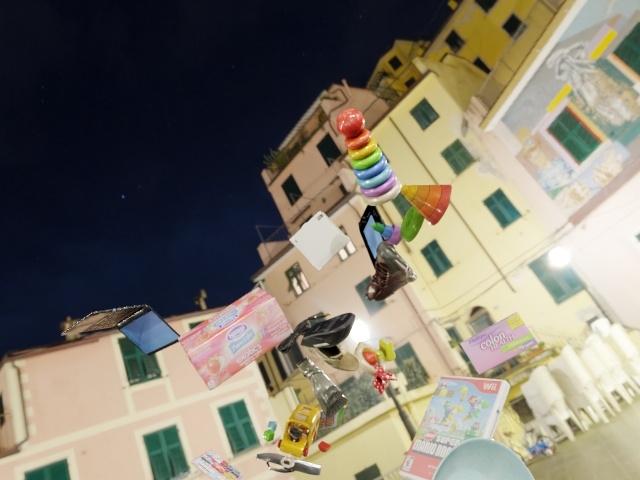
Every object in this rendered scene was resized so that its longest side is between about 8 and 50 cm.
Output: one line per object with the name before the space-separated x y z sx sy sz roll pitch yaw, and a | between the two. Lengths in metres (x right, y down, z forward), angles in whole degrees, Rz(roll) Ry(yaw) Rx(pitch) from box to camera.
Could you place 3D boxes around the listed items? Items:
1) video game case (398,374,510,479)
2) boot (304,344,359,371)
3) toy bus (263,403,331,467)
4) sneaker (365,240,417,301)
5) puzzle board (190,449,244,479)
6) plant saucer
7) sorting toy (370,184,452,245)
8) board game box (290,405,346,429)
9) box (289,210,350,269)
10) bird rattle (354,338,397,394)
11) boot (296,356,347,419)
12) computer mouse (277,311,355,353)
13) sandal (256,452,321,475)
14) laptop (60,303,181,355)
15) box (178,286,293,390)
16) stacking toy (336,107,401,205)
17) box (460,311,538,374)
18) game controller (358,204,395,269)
video game case | 0.323 0.459 1.099 0.204 0.025 0.285 -18 30 55
boot | 0.054 0.387 1.537 0.077 0.213 0.165 -64 6 -18
toy bus | -0.069 0.609 1.462 0.190 0.202 0.105 5 -80 -32
sneaker | 0.189 0.114 1.354 0.162 0.106 0.281 -41 -32 5
puzzle board | -0.288 0.641 1.276 0.011 0.128 0.096 -65 -20 2
plant saucer | 0.189 0.338 0.535 0.194 0.195 0.037 -10 -15 -33
sorting toy | 0.243 -0.081 1.347 0.126 0.127 0.365 22 -22 -8
board game box | -0.008 0.728 1.859 0.259 0.039 0.124 0 -59 -31
box | 0.000 0.000 1.933 0.181 0.182 0.119 -44 -6 7
bird rattle | 0.241 0.567 2.085 0.143 0.206 0.254 -55 7 36
boot | 0.002 0.459 1.435 0.083 0.161 0.247 -35 -32 -18
computer mouse | 0.014 0.257 1.300 0.261 0.060 0.184 -25 8 30
sandal | -0.122 0.789 1.582 0.254 0.055 0.097 1 -21 29
laptop | -0.613 0.296 1.407 0.234 0.137 0.264 -29 -17 35
box | -0.259 0.293 1.391 0.299 0.142 0.154 -32 21 -20
stacking toy | 0.144 -0.279 1.482 0.141 0.141 0.330 -30 -59 2
box | 0.620 0.356 1.567 0.213 0.117 0.243 -34 -24 13
game controller | 0.240 -0.016 1.966 0.067 0.319 0.167 -3 -45 -15
